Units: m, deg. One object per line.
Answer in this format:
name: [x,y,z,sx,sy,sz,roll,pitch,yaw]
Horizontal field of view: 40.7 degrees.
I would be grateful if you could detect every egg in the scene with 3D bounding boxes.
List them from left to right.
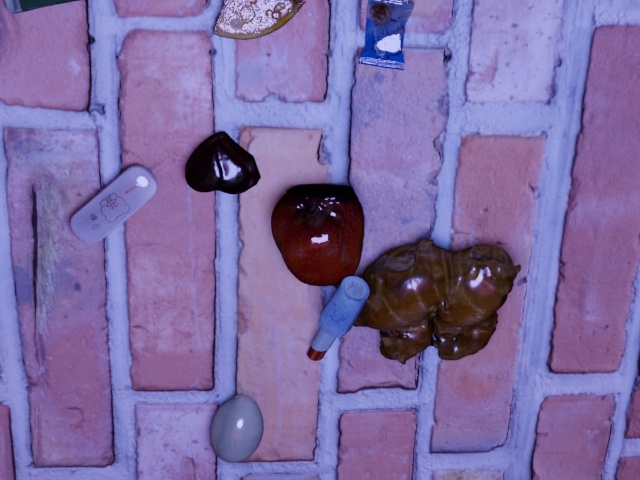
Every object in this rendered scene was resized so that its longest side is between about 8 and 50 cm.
egg: [-0.179,0.403,1.844,0.114,0.114,0.152,10,105,-9]

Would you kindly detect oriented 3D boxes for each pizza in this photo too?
pizza: [-0.127,-0.431,1.566,0.178,0.041,0.130,-28,114,6]

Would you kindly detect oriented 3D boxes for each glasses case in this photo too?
glasses case: [-0.401,-0.070,1.675,0.193,0.049,0.074,-37,110,10]

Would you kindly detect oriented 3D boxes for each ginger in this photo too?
ginger: [0.216,0.124,1.763,0.358,0.152,0.274,1,131,-5]

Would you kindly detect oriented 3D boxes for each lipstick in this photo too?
lipstick: [0.027,0.169,1.742,0.068,0.061,0.274,36,140,8]

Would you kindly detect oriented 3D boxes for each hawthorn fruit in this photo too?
hawthorn fruit: [0.000,0.000,1.686,0.190,0.189,0.251,-9,131,-2]

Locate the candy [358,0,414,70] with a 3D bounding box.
candy: [0.124,-0.392,1.610,0.088,0.038,0.136,10,103,5]

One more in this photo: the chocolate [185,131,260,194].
chocolate: [-0.185,-0.140,1.653,0.149,0.080,0.125,7,111,-7]

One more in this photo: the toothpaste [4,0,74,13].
toothpaste: [-0.368,-0.468,1.521,0.392,0.061,0.098,-5,112,0]
